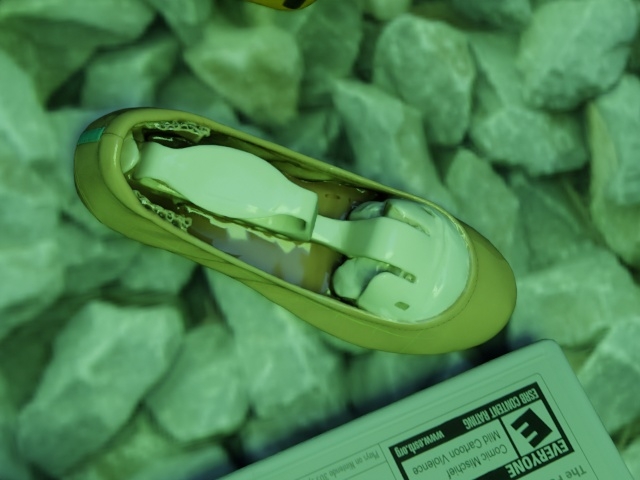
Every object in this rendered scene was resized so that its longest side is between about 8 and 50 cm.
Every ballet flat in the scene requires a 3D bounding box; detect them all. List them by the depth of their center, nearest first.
[{"bbox_3d":[0.000,0.000,0.460,0.232,0.073,0.080,18,79,-16],"label":"ballet flat"}]

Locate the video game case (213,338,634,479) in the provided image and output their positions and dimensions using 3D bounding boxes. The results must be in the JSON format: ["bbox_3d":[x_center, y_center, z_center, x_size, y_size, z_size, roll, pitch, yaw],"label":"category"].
[{"bbox_3d":[0.033,0.231,0.416,0.329,0.036,0.299,-20,71,-20],"label":"video game case"}]

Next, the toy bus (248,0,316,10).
[{"bbox_3d":[0.003,-0.285,0.479,0.130,0.108,0.332,13,80,-15],"label":"toy bus"}]
